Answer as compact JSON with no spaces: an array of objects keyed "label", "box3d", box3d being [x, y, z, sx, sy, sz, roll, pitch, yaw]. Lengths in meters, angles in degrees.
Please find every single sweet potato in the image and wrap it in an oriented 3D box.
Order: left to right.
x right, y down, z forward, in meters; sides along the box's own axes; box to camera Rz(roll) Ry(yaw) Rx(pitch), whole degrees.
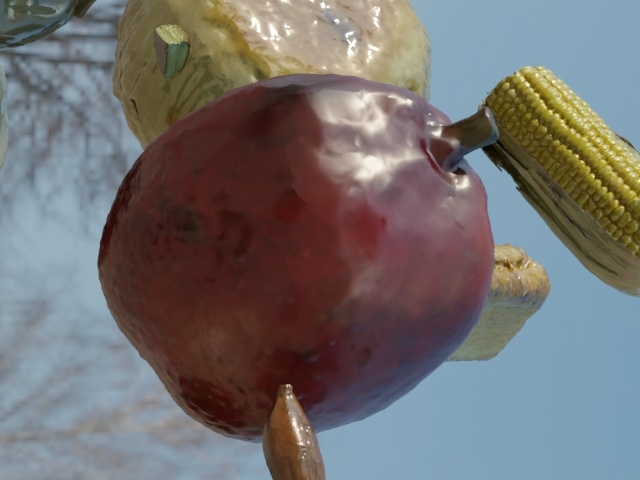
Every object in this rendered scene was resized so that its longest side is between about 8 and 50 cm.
[{"label":"sweet potato","box3d":[-0.015,0.130,1.011,0.034,0.034,0.095,127,-45,-55]}]

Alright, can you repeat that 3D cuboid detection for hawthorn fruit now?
[{"label":"hawthorn fruit","box3d":[0.000,0.000,1.240,0.307,0.265,0.265,-28,-122,23]}]

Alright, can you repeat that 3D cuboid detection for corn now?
[{"label":"corn","box3d":[0.291,-0.069,1.925,0.123,0.122,0.305,-46,-117,18]}]

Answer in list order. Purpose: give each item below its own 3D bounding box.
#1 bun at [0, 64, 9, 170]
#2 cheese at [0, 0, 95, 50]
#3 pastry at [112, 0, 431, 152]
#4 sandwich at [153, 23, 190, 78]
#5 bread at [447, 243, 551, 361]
[{"label":"bun","box3d":[-0.426,-0.074,1.590,0.194,0.354,0.354,51,-35,12]},{"label":"cheese","box3d":[-0.162,-0.184,0.768,0.175,0.091,0.202,-47,-121,13]},{"label":"pastry","box3d":[-0.062,-0.189,2.030,0.313,0.388,0.389,124,-41,-50]},{"label":"sandwich","box3d":[-0.155,-0.203,1.796,0.083,0.031,0.044,124,-49,-69]},{"label":"bread","box3d":[0.116,0.052,1.515,0.114,0.211,0.083,-48,-112,18]}]
